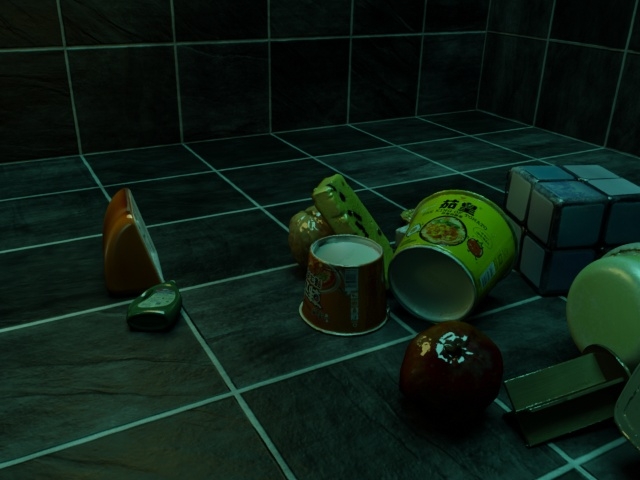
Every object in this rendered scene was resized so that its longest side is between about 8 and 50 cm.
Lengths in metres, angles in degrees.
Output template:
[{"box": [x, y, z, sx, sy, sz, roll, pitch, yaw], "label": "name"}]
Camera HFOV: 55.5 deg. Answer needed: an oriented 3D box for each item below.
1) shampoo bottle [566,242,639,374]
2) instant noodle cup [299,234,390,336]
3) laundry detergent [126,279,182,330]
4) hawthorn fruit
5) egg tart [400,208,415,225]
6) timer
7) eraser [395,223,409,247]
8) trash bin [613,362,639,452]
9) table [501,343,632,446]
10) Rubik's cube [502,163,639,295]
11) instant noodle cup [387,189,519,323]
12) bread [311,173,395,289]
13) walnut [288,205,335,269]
[{"box": [0.763, 0.163, 1.394, 0.318, 0.322, 0.322, -3, 24, -22], "label": "shampoo bottle"}, {"box": [0.068, 0.110, 1.628, 0.251, 0.192, 0.250, 1, 25, -1], "label": "instant noodle cup"}, {"box": [-0.438, 0.165, 1.639, 0.137, 0.062, 0.211, -4, 24, 3], "label": "laundry detergent"}, {"box": [0.271, 0.259, 1.251, 0.216, 0.249, 0.215, -4, 51, 5], "label": "hawthorn fruit"}, {"box": [0.356, -0.076, 2.219, 0.129, 0.049, 0.128, 1, 24, -1], "label": "egg tart"}, {"box": [-0.554, -0.001, 1.768, 0.162, 0.249, 0.257, -7, 26, -18], "label": "timer"}, {"box": [0.418, -0.035, 2.101, 0.344, 0.078, 0.144, -21, 32, -39], "label": "eraser"}, {"box": [0.703, 0.323, 1.102, 0.250, 0.219, 0.220, 14, 17, -20], "label": "trash bin"}, {"box": [0.499, 0.325, 1.253, 0.227, 0.167, 0.167, -14, 28, -12], "label": "table"}, {"box": [0.763, -0.044, 1.855, 0.319, 0.316, 0.313, -4, 25, -8], "label": "Rubik's cube"}, {"box": [0.344, 0.059, 1.650, 0.326, 0.325, 0.254, 15, 37, 26], "label": "instant noodle cup"}, {"box": [0.110, -0.024, 1.766, 0.077, 0.361, 0.138, -30, 10, 33], "label": "bread"}, {"box": [0.000, 0.000, 1.853, 0.214, 0.213, 0.213, 1, 25, -1], "label": "walnut"}]
